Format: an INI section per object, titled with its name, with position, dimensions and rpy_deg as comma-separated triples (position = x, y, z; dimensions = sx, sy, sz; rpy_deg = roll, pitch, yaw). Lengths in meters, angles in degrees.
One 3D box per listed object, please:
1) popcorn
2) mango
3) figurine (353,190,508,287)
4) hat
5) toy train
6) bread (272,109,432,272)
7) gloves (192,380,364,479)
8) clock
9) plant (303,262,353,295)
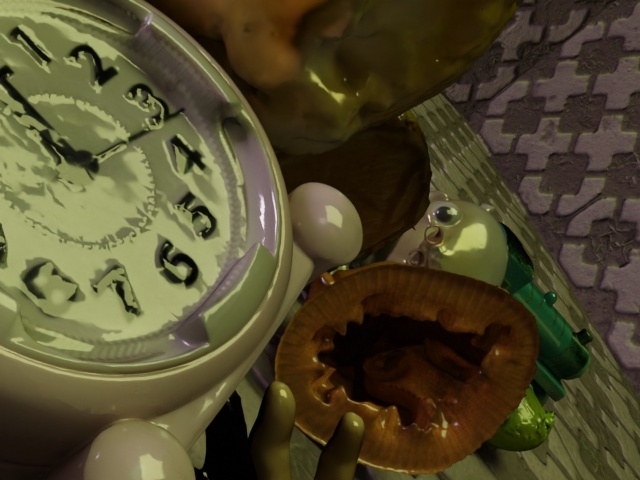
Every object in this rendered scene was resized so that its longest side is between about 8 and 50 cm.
[popcorn]
position = 0.003, -0.247, 0.730
dimensions = 0.390, 0.354, 0.344
rpy_deg = -116, -153, -76
[mango]
position = 0.255, 0.232, 1.296
dimensions = 0.119, 0.100, 0.178
rpy_deg = 44, 13, -1
[figurine]
position = 0.052, -0.027, 1.251
dimensions = 0.394, 0.227, 0.274
rpy_deg = 35, -10, -15
[hat]
position = 0.070, 0.089, 0.987
dimensions = 0.233, 0.244, 0.233
rpy_deg = 54, 2, -18
[toy train]
position = 0.282, 0.128, 1.414
dimensions = 0.298, 0.194, 0.120
rpy_deg = 45, 17, -21
[bread]
position = -0.023, -0.069, 0.946
dimensions = 0.227, 0.253, 0.142
rpy_deg = 74, -4, -52
[gloves]
position = 0.009, 0.214, 0.643
dimensions = 0.301, 0.152, 0.197
rpy_deg = 44, -3, -4
[clock]
position = -0.167, -0.024, 0.532
dimensions = 0.326, 0.184, 0.342
rpy_deg = 49, 37, -13
[plant]
position = 0.000, 0.000, 1.097
dimensions = 0.104, 0.122, 0.116
rpy_deg = 41, 24, 4
